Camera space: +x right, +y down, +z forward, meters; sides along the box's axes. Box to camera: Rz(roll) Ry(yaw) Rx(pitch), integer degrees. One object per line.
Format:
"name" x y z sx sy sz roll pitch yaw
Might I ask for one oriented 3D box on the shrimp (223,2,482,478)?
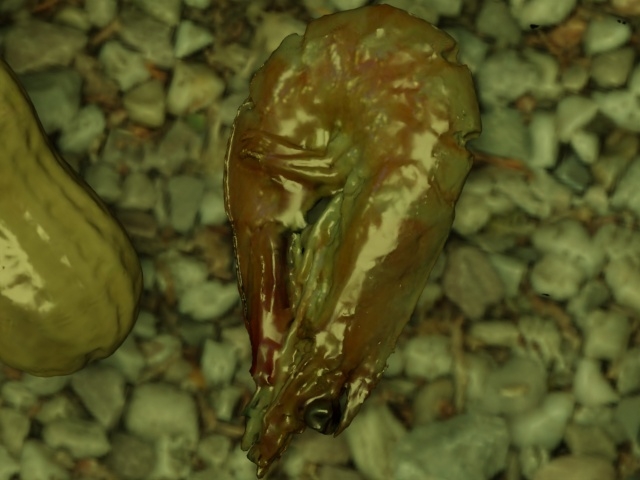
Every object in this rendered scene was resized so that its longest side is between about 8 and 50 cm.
"shrimp" 0.000 0.000 1.130 0.154 0.062 0.294 16 86 18

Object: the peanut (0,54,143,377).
"peanut" -0.204 -0.032 1.101 0.123 0.123 0.256 -34 103 3
